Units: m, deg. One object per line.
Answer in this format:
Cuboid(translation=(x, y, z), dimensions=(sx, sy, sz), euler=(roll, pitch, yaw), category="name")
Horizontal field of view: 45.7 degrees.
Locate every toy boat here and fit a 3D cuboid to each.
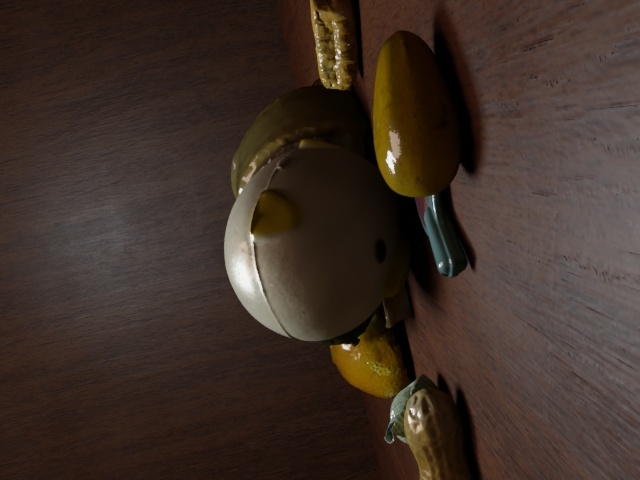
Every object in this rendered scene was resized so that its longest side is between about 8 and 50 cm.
Cuboid(translation=(0.143, 0.098, 1.590), dimensions=(0.116, 0.061, 0.188), euler=(83, 173, -51), category="toy boat")

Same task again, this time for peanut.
Cuboid(translation=(0.205, 0.367, 1.285), dimensions=(0.117, 0.101, 0.263), euler=(-48, -55, -68), category="peanut")

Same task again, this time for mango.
Cuboid(translation=(0.111, -0.148, 0.894), dimensions=(0.137, 0.098, 0.195), euler=(-108, 13, -82), category="mango")

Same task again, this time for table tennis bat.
Cuboid(translation=(0.156, -0.051, 1.050), dimensions=(0.153, 0.040, 0.244), euler=(82, 179, -49), category="table tennis bat")

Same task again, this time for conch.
Cuboid(translation=(0.182, 0.315, 1.397), dimensions=(0.153, 0.102, 0.135), euler=(-60, -15, -67), category="conch")

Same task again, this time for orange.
Cuboid(translation=(0.111, 0.214, 1.820), dimensions=(0.262, 0.196, 0.334), euler=(147, 118, -72), category="orange")

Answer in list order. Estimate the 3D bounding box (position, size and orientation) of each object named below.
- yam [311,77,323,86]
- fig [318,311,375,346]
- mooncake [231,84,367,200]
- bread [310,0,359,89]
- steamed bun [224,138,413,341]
Cuboid(translation=(0.015, -0.345, 1.885), dimensions=(0.141, 0.079, 0.079), euler=(81, 175, -71), category="yam")
Cuboid(translation=(0.026, 0.147, 1.609), dimensions=(0.195, 0.196, 0.244), euler=(-106, 4, -46), category="fig")
Cuboid(translation=(0.006, -0.113, 1.683), dimensions=(0.394, 0.393, 0.246), euler=(33, -160, -26), category="mooncake")
Cuboid(translation=(0.027, -0.390, 1.443), dimensions=(0.211, 0.083, 0.113), euler=(82, 180, -55), category="bread")
Cuboid(translation=(-0.006, 0.000, 1.366), dimensions=(0.374, 0.334, 0.333), euler=(-63, -31, -51), category="steamed bun")
